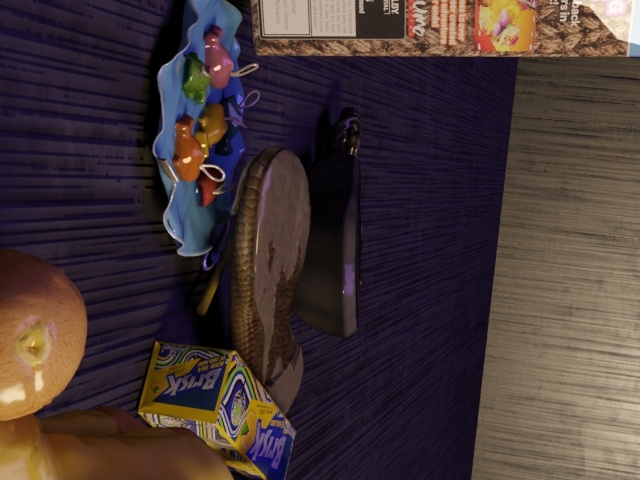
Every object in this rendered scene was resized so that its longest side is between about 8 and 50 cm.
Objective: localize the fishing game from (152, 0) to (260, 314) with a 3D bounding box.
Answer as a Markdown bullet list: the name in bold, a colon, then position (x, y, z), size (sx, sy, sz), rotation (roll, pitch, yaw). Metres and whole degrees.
- **fishing game**: position (-0.070, -0.082, 0.886), size (0.189, 0.041, 0.264), rotation (-68, 160, -54)

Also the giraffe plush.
- **giraffe plush**: position (-0.141, 0.072, 0.497), size (0.210, 0.181, 0.170), rotation (-21, 111, -35)

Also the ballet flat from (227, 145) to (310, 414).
- **ballet flat**: position (-0.047, 0.035, 0.954), size (0.084, 0.058, 0.249), rotation (-48, 151, -40)

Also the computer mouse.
- **computer mouse**: position (0.000, 0.000, 1.164), size (0.272, 0.072, 0.188), rotation (-81, 171, -71)

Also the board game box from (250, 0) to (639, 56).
- **board game box**: position (0.097, -0.260, 0.908), size (0.141, 0.291, 0.232), rotation (-82, 172, -55)

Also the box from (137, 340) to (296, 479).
- **box**: position (-0.068, 0.129, 0.927), size (0.169, 0.059, 0.054), rotation (62, 37, -60)
